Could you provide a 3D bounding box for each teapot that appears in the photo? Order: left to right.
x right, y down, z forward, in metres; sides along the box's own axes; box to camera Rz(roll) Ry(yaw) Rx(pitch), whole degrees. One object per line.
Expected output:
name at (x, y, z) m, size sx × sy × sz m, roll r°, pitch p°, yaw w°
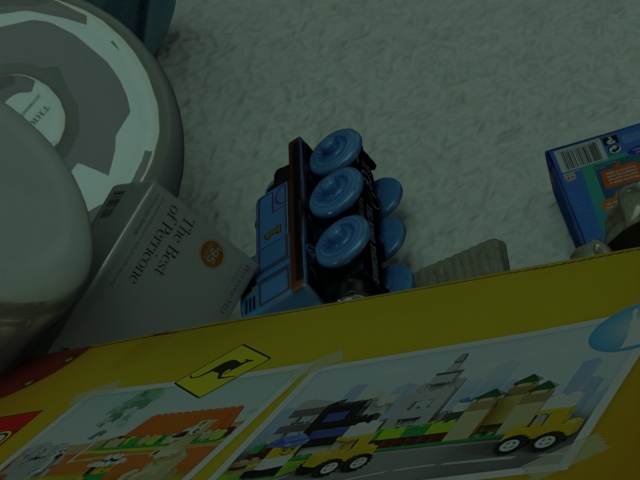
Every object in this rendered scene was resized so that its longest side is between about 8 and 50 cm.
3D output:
teapot at (-0.220, -0.041, 1.176) m, size 0.256 × 0.187 × 0.252 m, roll -11°, pitch 69°, yaw -14°

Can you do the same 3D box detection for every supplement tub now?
supplement tub at (-0.293, 0.059, 0.977) m, size 0.316 × 0.193 × 0.193 m, roll -45°, pitch 35°, yaw 28°

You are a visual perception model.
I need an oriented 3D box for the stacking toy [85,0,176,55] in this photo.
stacking toy at (-0.231, -0.177, 1.246) m, size 0.130 × 0.309 × 0.279 m, roll 28°, pitch 74°, yaw 26°

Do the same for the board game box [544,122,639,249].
board game box at (0.249, 0.000, 1.053) m, size 0.160 × 0.047 × 0.210 m, roll -16°, pitch 43°, yaw 4°

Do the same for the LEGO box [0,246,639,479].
LEGO box at (-0.029, 0.185, 0.675) m, size 0.500 × 0.193 × 0.372 m, roll -12°, pitch 19°, yaw 38°

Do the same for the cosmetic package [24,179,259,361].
cosmetic package at (-0.139, 0.086, 1.029) m, size 0.060 × 0.099 × 0.239 m, roll -3°, pitch 53°, yaw 54°

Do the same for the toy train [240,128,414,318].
toy train at (0.000, 0.000, 1.116) m, size 0.105 × 0.080 × 0.184 m, roll -29°, pitch 35°, yaw 19°

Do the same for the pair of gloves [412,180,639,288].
pair of gloves at (0.145, 0.058, 0.986) m, size 0.240 × 0.042 × 0.204 m, roll -21°, pitch 44°, yaw 29°
